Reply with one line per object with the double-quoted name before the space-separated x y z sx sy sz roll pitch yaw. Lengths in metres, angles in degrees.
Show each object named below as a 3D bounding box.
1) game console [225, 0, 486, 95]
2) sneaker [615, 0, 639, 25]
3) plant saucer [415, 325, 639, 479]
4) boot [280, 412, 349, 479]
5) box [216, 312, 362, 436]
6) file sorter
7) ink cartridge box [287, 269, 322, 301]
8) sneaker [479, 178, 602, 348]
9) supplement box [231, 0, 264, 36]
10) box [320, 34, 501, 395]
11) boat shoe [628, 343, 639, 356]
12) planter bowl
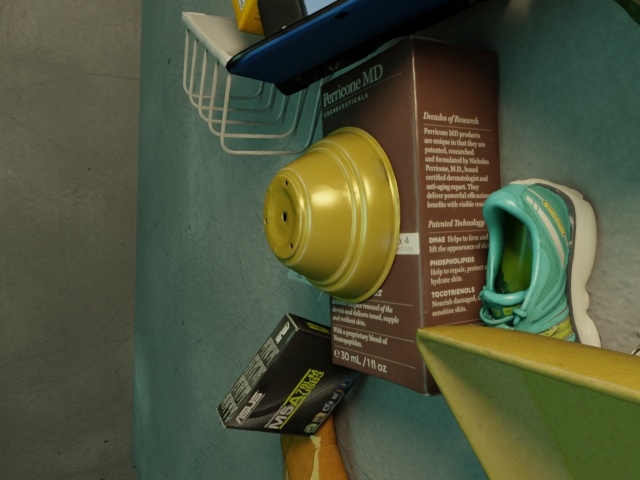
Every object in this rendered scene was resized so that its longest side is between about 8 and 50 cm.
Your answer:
"game console" 0.043 -0.292 0.530 0.293 0.173 0.250 -21 67 16
"sneaker" 0.243 -0.155 0.288 0.410 0.182 0.158 53 142 14
"plant saucer" 0.252 0.197 0.336 0.332 0.081 0.333 61 158 -13
"boot" 0.003 0.383 0.858 0.295 0.104 0.211 27 115 60
"box" -0.031 0.214 0.764 0.190 0.184 0.045 -53 44 10
"file sorter" -0.140 -0.303 0.954 0.277 0.193 0.173 53 138 43
"ink cartridge box" 0.000 0.000 0.777 0.181 0.062 0.104 -69 -3 -60
"sneaker" 0.201 0.077 0.498 0.107 0.110 0.274 -3 91 59
"supplement box" 0.010 -0.476 0.685 0.356 0.196 0.194 -48 52 48
"box" 0.109 -0.025 0.617 0.191 0.143 0.380 -4 87 59
"boat shoe" 0.320 0.054 0.254 0.119 0.121 0.335 38 138 0
"planter bowl" -0.009 -0.028 0.595 0.217 0.091 0.216 10 102 58
